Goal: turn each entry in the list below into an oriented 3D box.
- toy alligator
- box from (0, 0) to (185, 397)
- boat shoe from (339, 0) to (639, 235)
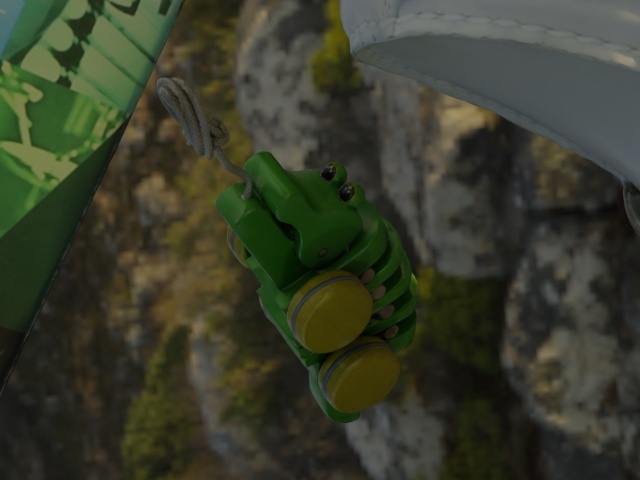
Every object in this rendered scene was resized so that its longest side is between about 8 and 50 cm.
[{"bbox_3d":[0.000,0.000,0.568,0.056,0.051,0.190,51,170,39],"label":"toy alligator"},{"bbox_3d":[-0.189,0.008,0.401,0.322,0.232,0.058,-64,30,9],"label":"box"},{"bbox_3d":[0.143,-0.019,0.465,0.113,0.302,0.103,178,104,-74],"label":"boat shoe"}]
